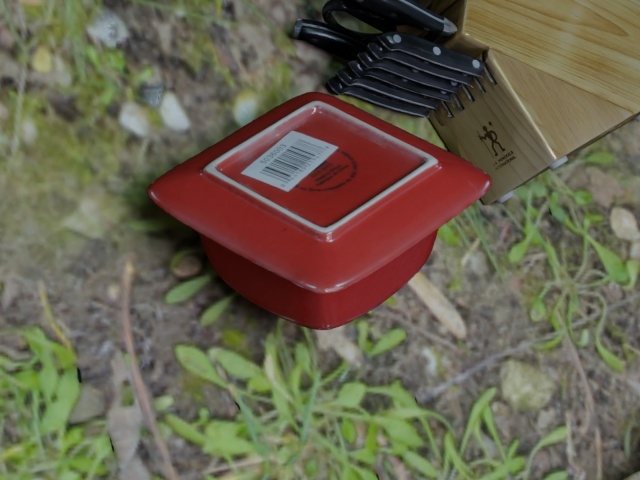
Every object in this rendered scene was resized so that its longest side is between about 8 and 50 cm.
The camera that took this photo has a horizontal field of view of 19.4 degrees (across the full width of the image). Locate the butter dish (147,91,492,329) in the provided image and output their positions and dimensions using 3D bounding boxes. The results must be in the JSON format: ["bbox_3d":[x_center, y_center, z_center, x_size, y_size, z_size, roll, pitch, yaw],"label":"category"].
[{"bbox_3d":[0.000,0.000,1.156,0.160,0.118,0.160,29,47,32],"label":"butter dish"}]

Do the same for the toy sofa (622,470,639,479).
[{"bbox_3d":[0.333,0.254,1.140,0.150,0.177,0.362,46,14,-38],"label":"toy sofa"}]

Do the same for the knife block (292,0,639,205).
[{"bbox_3d":[0.118,-0.162,1.308,0.275,0.088,0.242,-29,87,-36],"label":"knife block"}]
